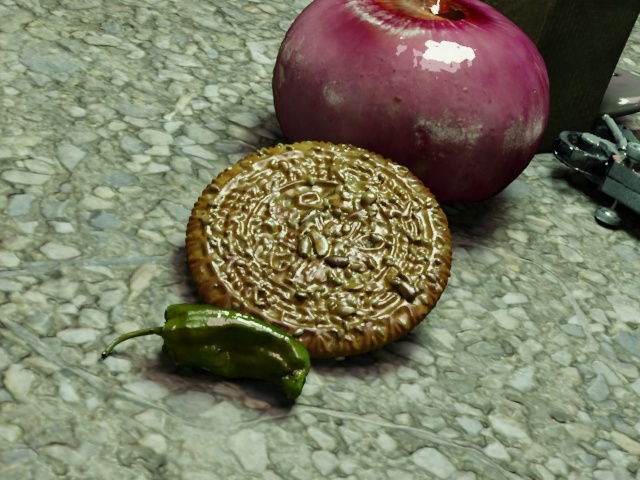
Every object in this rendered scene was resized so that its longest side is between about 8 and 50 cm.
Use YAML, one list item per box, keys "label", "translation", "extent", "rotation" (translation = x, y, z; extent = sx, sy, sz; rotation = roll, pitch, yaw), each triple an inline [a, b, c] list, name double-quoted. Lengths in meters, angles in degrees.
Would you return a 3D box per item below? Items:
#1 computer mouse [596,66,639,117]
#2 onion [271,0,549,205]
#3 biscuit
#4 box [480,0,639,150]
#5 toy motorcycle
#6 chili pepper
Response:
- label: "computer mouse"
  translation: [0.416, -0.223, 2.204]
  extent: [0.120, 0.057, 0.232]
  rotation: [-16, 26, -20]
- label: "onion"
  translation: [0.132, -0.211, 1.860]
  extent: [0.358, 0.345, 0.358]
  rotation: [35, 15, -11]
- label: "biscuit"
  translation: [0.000, 0.000, 1.629]
  extent: [0.305, 0.038, 0.305]
  rotation: [2, 51, -3]
- label: "box"
  translation: [0.306, -0.269, 2.051]
  extent: [0.184, 0.273, 0.143]
  rotation: [-6, 39, -33]
- label: "toy motorcycle"
  translation: [0.457, -0.070, 1.981]
  extent: [0.307, 0.108, 0.173]
  rotation: [37, 28, 30]
- label: "chili pepper"
  translation: [-0.108, 0.099, 1.484]
  extent: [0.204, 0.072, 0.073]
  rotation: [17, 34, 0]
